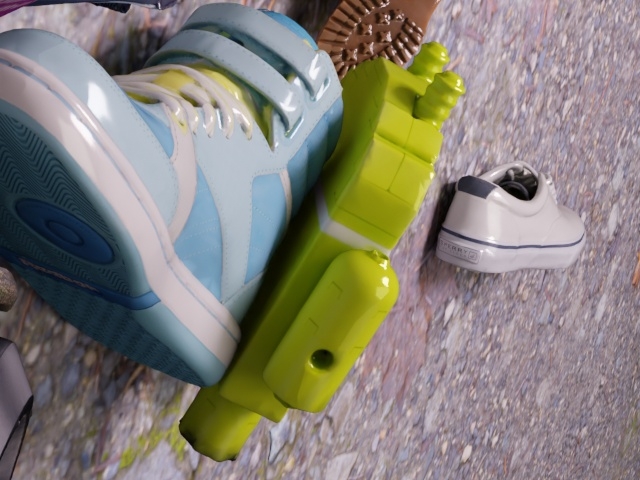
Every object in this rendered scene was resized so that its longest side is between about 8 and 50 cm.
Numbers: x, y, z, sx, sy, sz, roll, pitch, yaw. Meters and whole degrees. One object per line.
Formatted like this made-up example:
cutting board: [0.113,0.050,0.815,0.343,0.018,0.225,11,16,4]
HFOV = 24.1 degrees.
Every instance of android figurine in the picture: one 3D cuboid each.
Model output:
android figurine: [0.000,0.000,0.914,0.273,0.056,0.248,-56,-165,15]

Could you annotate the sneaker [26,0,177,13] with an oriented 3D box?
sneaker: [-0.074,-0.208,0.713,0.282,0.099,0.153,-39,135,-40]

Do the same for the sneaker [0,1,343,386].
sneaker: [-0.082,-0.068,0.772,0.208,0.127,0.319,-62,164,-17]

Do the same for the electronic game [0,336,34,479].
electronic game: [-0.187,0.153,0.692,0.229,0.048,0.229,-160,-90,-85]

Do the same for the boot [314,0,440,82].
boot: [0.036,-0.153,1.024,0.059,0.084,0.158,47,64,-16]

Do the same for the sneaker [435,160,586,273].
sneaker: [0.196,-0.026,1.423,0.258,0.094,0.091,-11,121,-62]

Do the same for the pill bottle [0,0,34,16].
pill bottle: [-0.078,-0.147,0.362,0.169,0.301,0.169,20,63,-47]

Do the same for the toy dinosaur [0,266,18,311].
toy dinosaur: [-0.225,-0.021,0.543,0.160,0.121,0.313,-55,158,-9]
